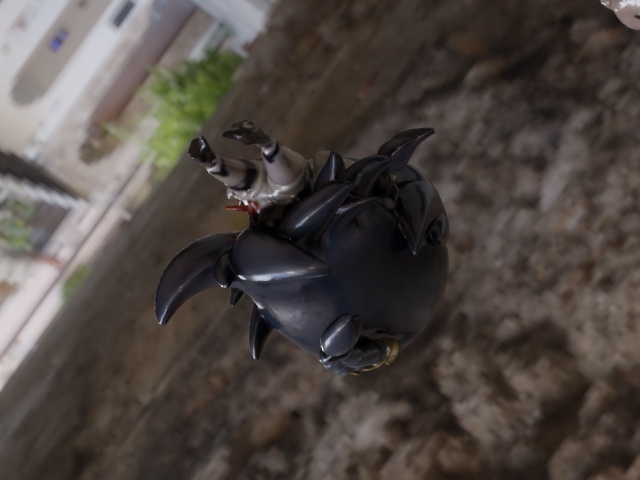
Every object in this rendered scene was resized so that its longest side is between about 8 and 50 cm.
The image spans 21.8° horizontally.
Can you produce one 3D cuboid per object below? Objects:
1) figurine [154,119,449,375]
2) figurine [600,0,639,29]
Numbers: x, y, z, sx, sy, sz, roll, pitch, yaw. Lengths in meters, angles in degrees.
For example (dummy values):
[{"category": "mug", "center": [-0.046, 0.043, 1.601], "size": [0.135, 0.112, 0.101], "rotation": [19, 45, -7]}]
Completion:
[{"category": "figurine", "center": [-0.001, 0.004, 1.262], "size": [0.175, 0.197, 0.265], "rotation": [10, -171, 35]}, {"category": "figurine", "center": [0.272, -0.244, 1.425], "size": [0.138, 0.110, 0.245], "rotation": [-8, -146, -47]}]
